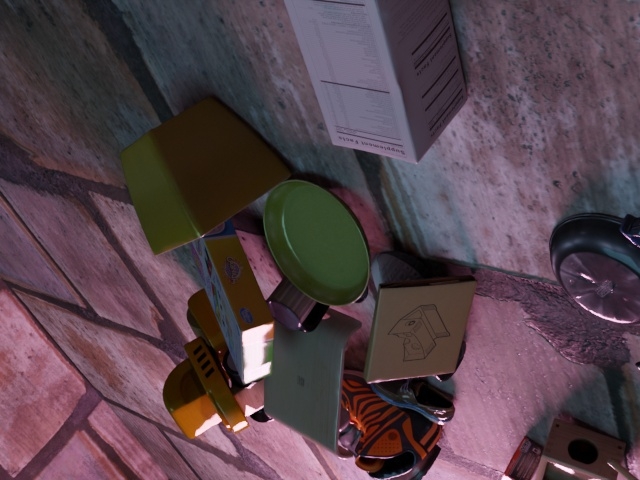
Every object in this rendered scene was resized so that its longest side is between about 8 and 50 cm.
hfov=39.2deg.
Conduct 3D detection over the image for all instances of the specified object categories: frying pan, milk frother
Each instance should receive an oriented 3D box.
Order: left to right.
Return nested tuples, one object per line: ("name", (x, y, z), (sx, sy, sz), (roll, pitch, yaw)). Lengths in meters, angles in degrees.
("milk frother", (-0.005, 0.102, 1.664), (0.129, 0.134, 0.143), (48, 151, -22))
("frying pan", (0.436, 0.094, 1.231), (0.326, 0.053, 0.197), (49, 151, -12))

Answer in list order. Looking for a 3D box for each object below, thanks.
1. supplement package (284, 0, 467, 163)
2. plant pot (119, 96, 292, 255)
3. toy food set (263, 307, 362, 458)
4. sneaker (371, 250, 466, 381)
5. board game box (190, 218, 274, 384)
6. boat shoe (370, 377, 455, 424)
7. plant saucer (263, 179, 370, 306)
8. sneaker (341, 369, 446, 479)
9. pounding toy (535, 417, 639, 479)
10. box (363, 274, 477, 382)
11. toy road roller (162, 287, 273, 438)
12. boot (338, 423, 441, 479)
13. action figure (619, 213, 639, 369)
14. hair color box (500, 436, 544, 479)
("supplement package", (0.070, -0.234, 1.081), (0.139, 0.134, 0.244), (18, 145, 34))
("plant pot", (-0.217, -0.119, 1.538), (0.187, 0.212, 0.212), (58, 149, -8))
("toy food set", (-0.009, 0.277, 1.856), (0.220, 0.092, 0.306), (21, 115, 42))
("sneaker", (0.145, 0.131, 1.567), (0.129, 0.111, 0.297), (17, 145, 45))
("board game box", (-0.177, 0.089, 1.754), (0.242, 0.064, 0.316), (97, 151, -58))
("boat shoe", (0.189, 0.303, 1.817), (0.183, 0.066, 0.066), (22, 144, 10))
("plant saucer", (0.000, 0.000, 1.555), (0.241, 0.037, 0.240), (25, 131, 33))
("sneaker", (0.096, 0.393, 1.923), (0.321, 0.180, 0.124), (11, 142, 42))
("pounding toy", (0.491, 0.387, 1.554), (0.206, 0.094, 0.181), (17, 141, 19))
("box", (0.160, 0.147, 1.473), (0.021, 0.165, 0.201), (-115, 26, -50))
("toy road roller", (-0.248, 0.291, 2.023), (0.329, 0.241, 0.202), (52, 167, 44))
("boot", (0.116, 0.457, 2.062), (0.223, 0.118, 0.338), (44, 152, -6))
("action figure", (0.470, 0.122, 1.034), (0.341, 0.178, 0.330), (38, 165, -6))
("hair color box", (0.390, 0.466, 1.778), (0.053, 0.093, 0.167), (29, 150, 17))
